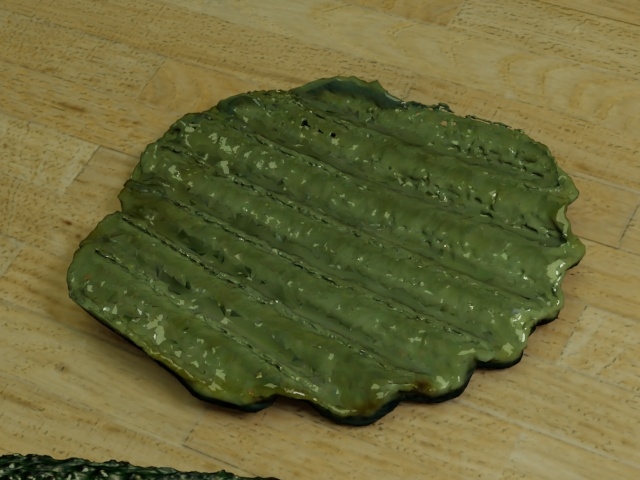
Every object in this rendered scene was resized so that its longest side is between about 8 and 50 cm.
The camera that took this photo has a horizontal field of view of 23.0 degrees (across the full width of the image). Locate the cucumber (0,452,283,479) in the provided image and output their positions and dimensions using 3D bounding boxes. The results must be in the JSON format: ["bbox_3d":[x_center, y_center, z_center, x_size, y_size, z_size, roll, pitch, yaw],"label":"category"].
[{"bbox_3d":[-0.082,0.215,1.178,0.359,0.096,0.096,2,53,15],"label":"cucumber"}]

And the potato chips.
[{"bbox_3d":[0.000,0.000,1.343,0.429,0.070,0.358,23,59,27],"label":"potato chips"}]
